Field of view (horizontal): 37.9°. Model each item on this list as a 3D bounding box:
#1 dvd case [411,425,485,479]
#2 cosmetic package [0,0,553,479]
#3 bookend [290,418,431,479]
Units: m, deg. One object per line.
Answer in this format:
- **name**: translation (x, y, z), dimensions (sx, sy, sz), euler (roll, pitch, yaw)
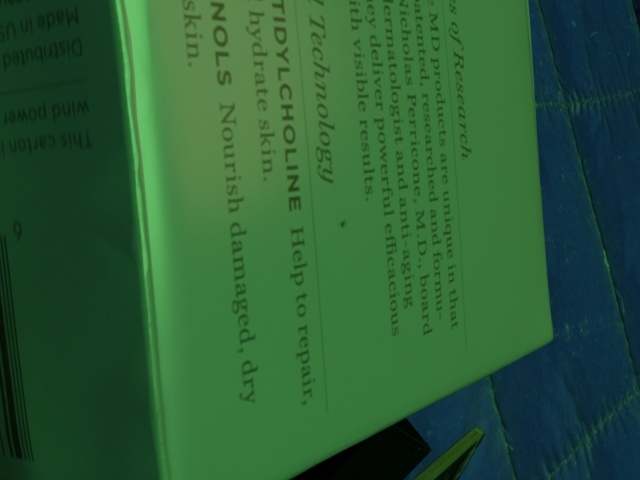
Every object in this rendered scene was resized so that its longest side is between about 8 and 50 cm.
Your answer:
- **dvd case**: translation (0.074, 0.283, 0.908), dimensions (0.221, 0.018, 0.164), euler (-21, 141, -53)
- **cosmetic package**: translation (-0.084, -0.053, 0.614), dimensions (0.394, 0.329, 0.327), euler (-12, 98, -53)
- **bookend**: translation (-0.006, 0.188, 0.863), dimensions (0.157, 0.156, 0.072), euler (-48, 128, 4)
